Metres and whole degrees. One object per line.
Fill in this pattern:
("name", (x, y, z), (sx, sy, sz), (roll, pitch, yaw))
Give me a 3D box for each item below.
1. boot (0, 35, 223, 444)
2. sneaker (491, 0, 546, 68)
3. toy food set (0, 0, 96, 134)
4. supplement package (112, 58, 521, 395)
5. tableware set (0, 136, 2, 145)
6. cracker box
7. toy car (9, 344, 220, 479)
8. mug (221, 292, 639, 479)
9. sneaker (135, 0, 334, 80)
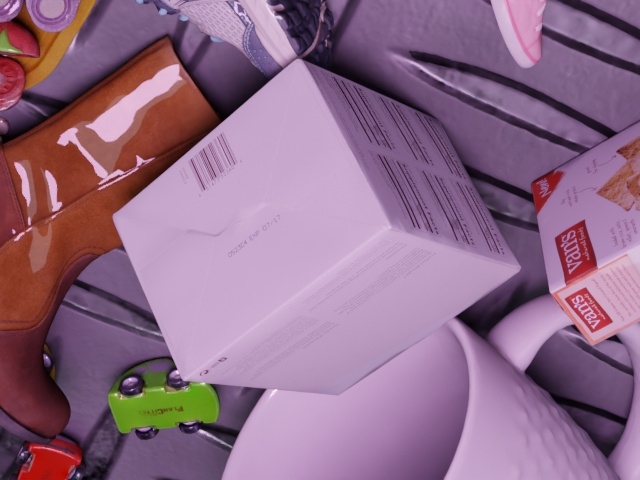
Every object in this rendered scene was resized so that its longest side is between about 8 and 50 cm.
("boot", (-0.178, 0.008, 1.105), (0.280, 0.096, 0.264), (-29, 115, -6))
("sneaker", (0.156, -0.190, 0.994), (0.070, 0.051, 0.134), (-13, 118, 17))
("toy food set", (-0.252, -0.157, 1.021), (0.128, 0.071, 0.218), (28, 121, -16))
("supplement package", (0.000, 0.000, 1.017), (0.194, 0.149, 0.203), (-37, 154, 23))
("tableware set", (-0.336, -0.059, 1.105), (0.168, 0.020, 0.141), (24, 128, -7))
("cracker box", (0.276, -0.039, 1.028), (0.232, 0.156, 0.067), (-32, 117, 21))
("toy car", (-0.198, 0.145, 1.232), (0.225, 0.053, 0.239), (-8, 124, 7))
("mug", (0.151, 0.211, 1.159), (0.328, 0.276, 0.374), (39, 87, -30))
("sneaker", (-0.102, -0.210, 0.974), (0.122, 0.110, 0.283), (-29, 110, 30))
